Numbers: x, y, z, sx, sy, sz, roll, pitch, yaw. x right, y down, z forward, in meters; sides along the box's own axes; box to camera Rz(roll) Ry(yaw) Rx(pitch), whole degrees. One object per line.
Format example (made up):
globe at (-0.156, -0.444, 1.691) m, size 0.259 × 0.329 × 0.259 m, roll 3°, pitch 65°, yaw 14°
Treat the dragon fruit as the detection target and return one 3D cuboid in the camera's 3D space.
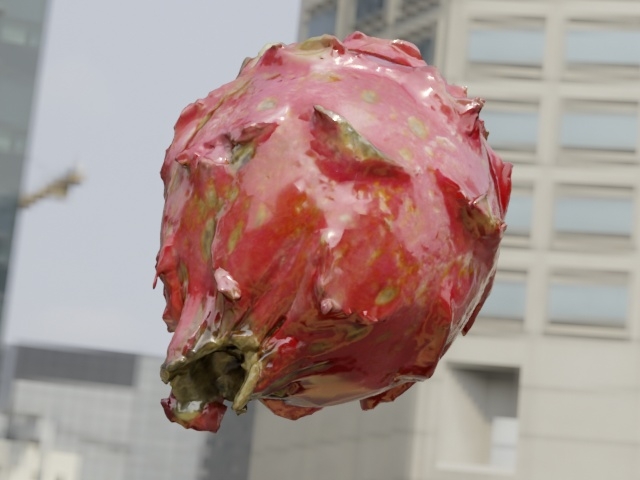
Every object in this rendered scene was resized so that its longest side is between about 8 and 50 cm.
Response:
dragon fruit at (0.000, 0.000, 1.089) m, size 0.210 × 0.268 × 0.205 m, roll -6°, pitch -58°, yaw 41°
